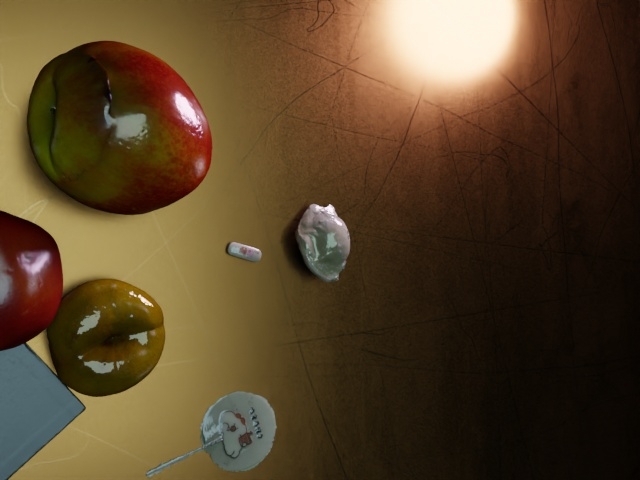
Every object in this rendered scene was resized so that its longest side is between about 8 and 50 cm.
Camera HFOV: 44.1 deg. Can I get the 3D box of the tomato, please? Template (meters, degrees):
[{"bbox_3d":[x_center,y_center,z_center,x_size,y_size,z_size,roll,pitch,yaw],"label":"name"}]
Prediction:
[{"bbox_3d":[-0.628,0.065,1.515,0.299,0.226,0.298,33,43,-38],"label":"tomato"}]

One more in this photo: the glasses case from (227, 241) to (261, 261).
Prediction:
[{"bbox_3d":[-0.179,0.027,1.857,0.083,0.021,0.032,17,81,-23],"label":"glasses case"}]

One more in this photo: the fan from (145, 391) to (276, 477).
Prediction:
[{"bbox_3d":[-0.249,0.471,1.827,0.329,0.009,0.190,-19,98,-24],"label":"fan"}]

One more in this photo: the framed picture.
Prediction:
[{"bbox_3d":[-0.697,0.374,1.623,0.339,0.014,0.255,-44,106,-19],"label":"framed picture"}]

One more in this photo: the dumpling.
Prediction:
[{"bbox_3d":[0.000,0.000,1.894,0.136,0.118,0.199,13,63,-26],"label":"dumpling"}]

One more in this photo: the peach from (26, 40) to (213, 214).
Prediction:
[{"bbox_3d":[-0.397,-0.223,1.602,0.370,0.370,0.369,0,89,-25],"label":"peach"}]

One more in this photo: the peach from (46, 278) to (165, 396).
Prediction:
[{"bbox_3d":[-0.449,0.203,1.666,0.251,0.153,0.251,-2,95,-19],"label":"peach"}]
